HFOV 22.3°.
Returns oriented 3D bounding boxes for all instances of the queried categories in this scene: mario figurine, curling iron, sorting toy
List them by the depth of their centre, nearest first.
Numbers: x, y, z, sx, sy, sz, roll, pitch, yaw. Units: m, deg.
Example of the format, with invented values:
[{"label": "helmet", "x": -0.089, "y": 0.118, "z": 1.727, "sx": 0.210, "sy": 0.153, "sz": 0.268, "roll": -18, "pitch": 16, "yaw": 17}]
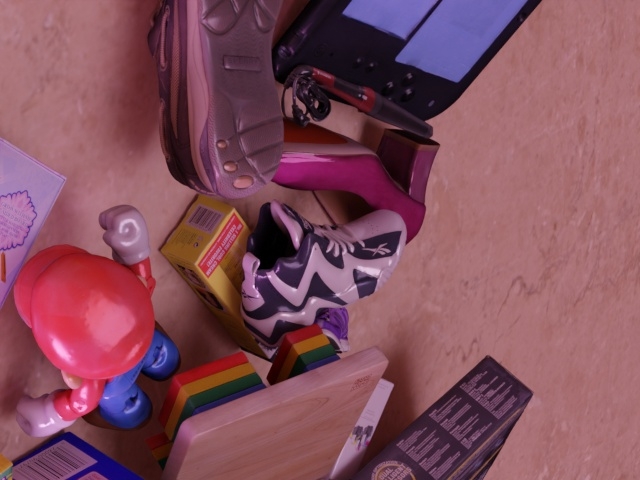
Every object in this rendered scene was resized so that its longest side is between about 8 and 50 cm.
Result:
[{"label": "mario figurine", "x": -0.240, "y": 0.084, "z": 1.642, "sx": 0.320, "sy": 0.170, "sz": 0.198, "roll": 79, "pitch": 4, "yaw": -68}, {"label": "sorting toy", "x": -0.083, "y": 0.212, "z": 1.838, "sx": 0.257, "sy": 0.089, "sz": 0.255, "roll": -19, "pitch": 151, "yaw": -31}, {"label": "curling iron", "x": 0.046, "y": -0.155, "z": 1.924, "sx": 0.274, "sy": 0.035, "sz": 0.068, "roll": 9, "pitch": 106, "yaw": -51}]

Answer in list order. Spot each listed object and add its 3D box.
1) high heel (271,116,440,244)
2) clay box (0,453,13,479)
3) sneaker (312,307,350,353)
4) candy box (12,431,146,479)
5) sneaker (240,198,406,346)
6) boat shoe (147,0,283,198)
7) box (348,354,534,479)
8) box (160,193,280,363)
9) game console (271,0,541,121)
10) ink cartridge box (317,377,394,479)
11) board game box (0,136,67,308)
[{"label": "high heel", "x": 0.012, "y": -0.043, "z": 1.939, "sx": 0.377, "sy": 0.127, "sz": 0.181, "roll": 1, "pitch": 113, "yaw": -49}, {"label": "clay box", "x": -0.366, "y": 0.289, "z": 1.591, "sx": 0.127, "sy": 0.053, "sz": 0.222, "roll": -37, "pitch": 153, "yaw": -38}, {"label": "sneaker", "x": 0.002, "y": 0.104, "z": 2.027, "sx": 0.170, "sy": 0.068, "sz": 0.071, "roll": 16, "pitch": 79, "yaw": -83}, {"label": "candy box", "x": -0.212, "y": 0.405, "z": 1.722, "sx": 0.122, "sy": 0.268, "sz": 0.317, "roll": -26, "pitch": 127, "yaw": -39}, {"label": "sneaker", "x": 0.000, "y": 0.000, "z": 1.842, "sx": 0.235, "sy": 0.094, "sz": 0.153, "roll": -30, "pitch": 137, "yaw": -19}, {"label": "boat shoe", "x": -0.122, "y": -0.219, "z": 1.660, "sx": 0.132, "sy": 0.130, "sz": 0.355, "roll": 6, "pitch": 84, "yaw": -46}, {"label": "box", "x": 0.101, "y": 0.371, "z": 2.188, "sx": 0.395, "sy": 0.097, "sz": 0.318, "roll": -37, "pitch": 160, "yaw": -37}, {"label": "box", "x": -0.096, "y": 0.047, "z": 1.885, "sx": 0.087, "sy": 0.058, "sz": 0.232, "roll": -55, "pitch": 143, "yaw": -18}, {"label": "game console", "x": 0.150, "y": -0.307, "z": 1.904, "sx": 0.386, "sy": 0.060, "sz": 0.342, "roll": -50, "pitch": 152, "yaw": 20}, {"label": "ink cartridge box", "x": 0.006, "y": 0.244, "z": 2.083, "sx": 0.061, "sy": 0.104, "sz": 0.181, "roll": 29, "pitch": 84, "yaw": -56}, {"label": "board game box", "x": -0.406, "y": 0.018, "z": 1.437, "sx": 0.318, "sy": 0.066, "sz": 0.318, "roll": 38, "pitch": 76, "yaw": -56}]
